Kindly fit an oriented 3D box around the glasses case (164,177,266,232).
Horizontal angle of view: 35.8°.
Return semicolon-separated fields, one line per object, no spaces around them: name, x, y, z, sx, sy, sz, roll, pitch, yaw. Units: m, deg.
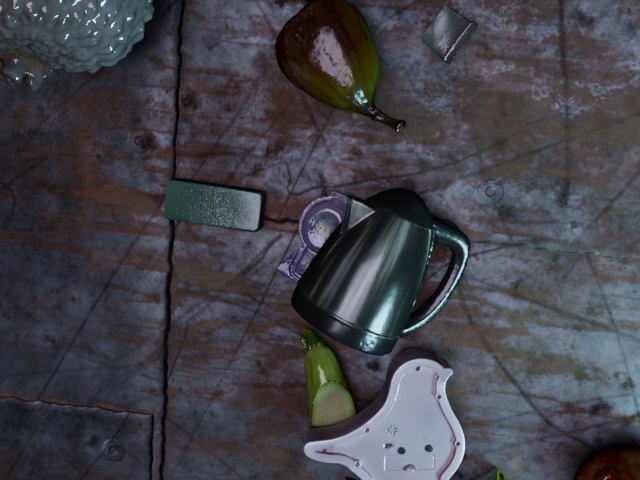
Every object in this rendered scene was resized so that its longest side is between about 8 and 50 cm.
glasses case;-0.196;-0.066;1.840;0.184;0.039;0.077;9;100;10

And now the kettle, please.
kettle;0.114;0.044;1.712;0.251;0.207;0.271;28;101;7

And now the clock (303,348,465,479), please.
clock;0.112;0.340;1.792;0.290;0.080;0.275;-4;99;-3

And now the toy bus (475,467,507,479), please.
toy bus;0.253;0.511;1.821;0.226;0.081;0.074;-36;92;14

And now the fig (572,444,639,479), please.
fig;0.541;0.455;1.714;0.205;0.205;0.205;2;99;11

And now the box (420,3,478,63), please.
box;0.219;-0.356;1.705;0.063;0.060;0.084;39;105;8

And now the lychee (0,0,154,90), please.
lychee;-0.462;-0.463;1.674;0.380;0.380;0.432;9;82;10

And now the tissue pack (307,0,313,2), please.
tissue pack;-0.005;-0.473;1.651;0.156;0.209;0.148;38;104;3

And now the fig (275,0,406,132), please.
fig;0.049;-0.285;1.698;0.170;0.145;0.274;-43;79;19

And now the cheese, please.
cheese;0.000;0.000;1.810;0.105;0.042;0.191;29;108;6

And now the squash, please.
squash;0.005;0.256;1.832;0.090;0.075;0.200;-14;96;11
